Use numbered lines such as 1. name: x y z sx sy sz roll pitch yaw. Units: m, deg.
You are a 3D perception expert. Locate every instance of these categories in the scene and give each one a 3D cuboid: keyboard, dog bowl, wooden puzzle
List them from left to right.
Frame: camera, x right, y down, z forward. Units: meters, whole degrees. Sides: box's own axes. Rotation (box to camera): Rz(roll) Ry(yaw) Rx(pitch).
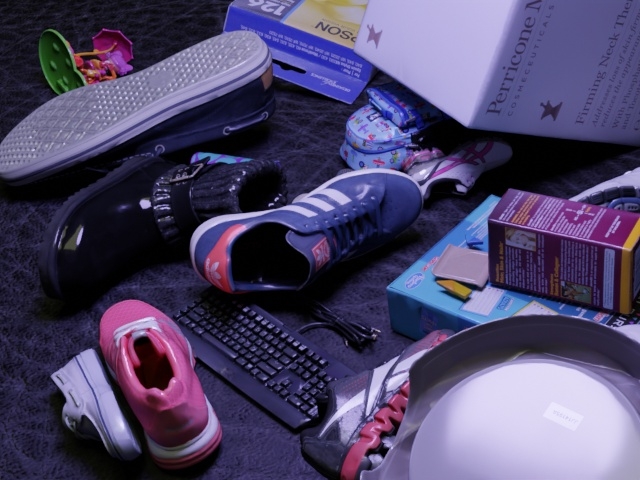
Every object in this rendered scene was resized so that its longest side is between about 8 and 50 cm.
1. keyboard: -0.052 0.130 1.651 0.201 0.033 0.317 -31 42 -29
2. wooden puzzle: 0.190 0.035 1.615 0.079 0.014 0.116 21 45 28
3. dog bowl: 0.221 0.246 1.276 0.349 0.102 0.348 -11 50 13

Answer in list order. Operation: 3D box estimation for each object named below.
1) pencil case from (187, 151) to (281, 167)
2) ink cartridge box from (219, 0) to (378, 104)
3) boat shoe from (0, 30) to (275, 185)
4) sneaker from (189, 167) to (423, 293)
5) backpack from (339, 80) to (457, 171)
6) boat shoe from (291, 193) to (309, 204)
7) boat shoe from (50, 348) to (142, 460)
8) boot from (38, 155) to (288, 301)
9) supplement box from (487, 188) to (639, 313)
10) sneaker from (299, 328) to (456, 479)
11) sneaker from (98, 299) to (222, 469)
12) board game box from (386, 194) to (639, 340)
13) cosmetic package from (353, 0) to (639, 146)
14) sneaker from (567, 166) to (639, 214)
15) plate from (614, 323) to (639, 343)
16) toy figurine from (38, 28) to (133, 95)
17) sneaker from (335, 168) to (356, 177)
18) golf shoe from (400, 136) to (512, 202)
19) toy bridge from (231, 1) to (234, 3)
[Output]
1. pencil case: -0.135 -0.104 1.961 0.152 0.064 0.070 8 13 22
2. ink cartridge box: -0.010 -0.401 2.296 0.304 0.072 0.307 22 40 14
3. boat shoe: -0.301 -0.188 2.045 0.500 0.156 0.186 -22 41 0
4. sneaker: 0.000 0.000 1.710 0.350 0.131 0.148 -20 22 -14
5. backpack: 0.116 -0.180 1.978 0.173 0.116 0.158 -19 36 -11
6. boat shoe: 0.012 -0.034 1.859 0.133 0.042 0.049 21 65 34
7. boat shoe: -0.286 0.220 1.543 0.076 0.083 0.226 -29 28 -9
8. boot: -0.225 -0.024 1.799 0.260 0.131 0.348 7 38 26
9. supplement box: 0.311 0.012 1.543 0.188 0.104 0.081 13 40 27
10. sneaker: 0.073 0.190 1.463 0.135 0.097 0.276 18 45 28
11. sneaker: -0.213 0.145 1.560 0.116 0.136 0.314 -25 38 -13
12. board game box: 0.297 0.078 1.612 0.336 0.079 0.254 22 46 35
13. cosmetic package: 0.328 -0.365 1.903 0.394 0.329 0.327 1 27 -35
14. sneaker: 0.466 -0.054 1.767 0.297 0.111 0.129 -13 20 -14
15. plate: 0.501 0.183 1.378 0.278 0.045 0.277 6 33 -17
16. toy figurine: -0.422 -0.340 2.325 0.159 0.130 0.173 -23 59 -35
17. sneaker: 0.072 -0.079 1.877 0.065 0.076 0.166 -21 37 -19
18. golf shoe: 0.221 -0.107 1.911 0.186 0.067 0.086 -15 67 -17
19. toy bridge: -0.091 -0.458 2.445 0.188 0.063 0.026 -17 35 -29
